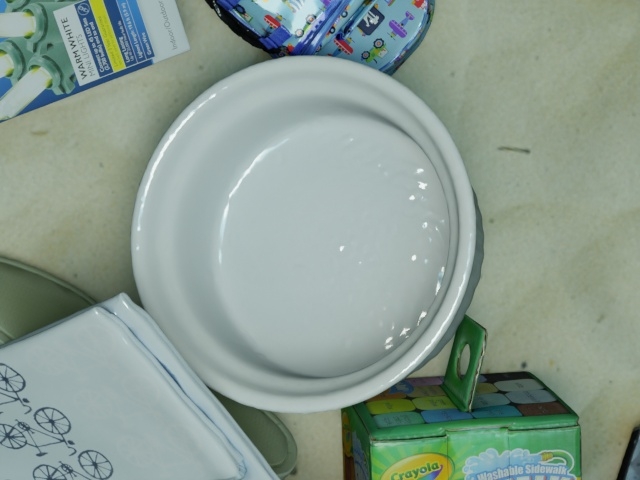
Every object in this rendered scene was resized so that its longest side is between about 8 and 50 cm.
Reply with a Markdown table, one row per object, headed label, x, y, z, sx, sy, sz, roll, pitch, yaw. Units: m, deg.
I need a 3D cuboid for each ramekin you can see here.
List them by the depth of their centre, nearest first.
| label | x | y | z | sx | sy | sz | roll | pitch | yaw |
| --- | --- | --- | --- | --- | --- | --- | --- | --- | --- |
| ramekin | 0.000 | 0.000 | 1.217 | 0.277 | 0.135 | 0.277 | -2 | 84 | 16 |

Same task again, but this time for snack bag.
| label | x | y | z | sx | sy | sz | roll | pitch | yaw |
| --- | --- | --- | --- | --- | --- | --- | --- | --- | --- |
| snack bag | -0.165 | 0.214 | 1.221 | 0.323 | 0.037 | 0.342 | -23 | 114 | 36 |

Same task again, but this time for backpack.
| label | x | y | z | sx | sy | sz | roll | pitch | yaw |
| --- | --- | --- | --- | --- | --- | --- | --- | --- | --- |
| backpack | 0.012 | -0.201 | 1.243 | 0.173 | 0.117 | 0.158 | 43 | 93 | -13 |

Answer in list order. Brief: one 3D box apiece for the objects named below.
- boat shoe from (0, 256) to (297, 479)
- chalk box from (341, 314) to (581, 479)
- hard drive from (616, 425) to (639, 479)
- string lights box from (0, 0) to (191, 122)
| label | x | y | z | sx | sy | sz | roll | pitch | yaw |
| --- | --- | --- | --- | --- | --- | --- | --- | --- | --- |
| boat shoe | -0.190 | 0.134 | 1.273 | 0.340 | 0.127 | 0.113 | 29 | 119 | -10 |
| chalk box | 0.115 | 0.211 | 1.285 | 0.179 | 0.180 | 0.289 | -4 | 98 | -6 |
| hard drive | 0.381 | 0.266 | 1.384 | 0.255 | 0.054 | 0.172 | 15 | 97 | -8 |
| string lights box | -0.249 | -0.173 | 1.202 | 0.260 | 0.077 | 0.133 | -23 | 118 | -12 |
